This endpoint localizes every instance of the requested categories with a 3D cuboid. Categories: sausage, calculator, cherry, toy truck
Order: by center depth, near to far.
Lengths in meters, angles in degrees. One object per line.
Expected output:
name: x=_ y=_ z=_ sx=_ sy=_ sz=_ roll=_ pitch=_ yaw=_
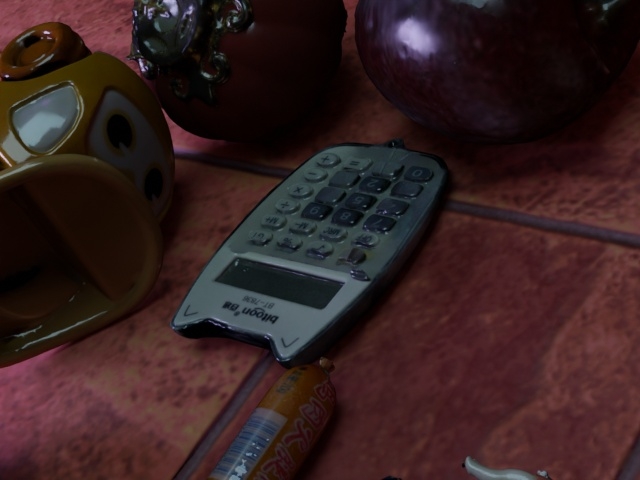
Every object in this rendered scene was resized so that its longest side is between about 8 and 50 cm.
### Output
sausage: x=-0.083 y=0.216 z=0.841 sx=0.053 sy=0.053 sz=0.348 roll=12 pitch=54 yaw=38
cherry: x=0.146 y=-0.191 z=1.030 sx=0.300 sy=0.203 sz=0.230 roll=5 pitch=57 yaw=50
calculator: x=0.000 y=0.000 z=1.033 sx=0.177 sy=0.040 sz=0.268 roll=14 pitch=55 yaw=39
toy truck: x=-0.263 y=-0.040 z=1.099 sx=0.288 sy=0.204 sz=0.211 roll=-32 pitch=42 yaw=-4

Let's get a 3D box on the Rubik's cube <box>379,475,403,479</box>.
Rubik's cube: x=0.020 y=0.255 z=0.656 sx=0.162 sy=0.163 sz=0.160 roll=-26 pitch=40 yaw=6

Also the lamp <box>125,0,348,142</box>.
lamp: x=-0.077 y=-0.206 z=1.178 sx=0.227 sy=0.227 sz=0.227 roll=-16 pitch=41 yaw=15

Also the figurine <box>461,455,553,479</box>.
figurine: x=0.140 y=0.167 z=0.763 sx=0.109 sy=0.064 sz=0.047 roll=21 pitch=83 yaw=27
